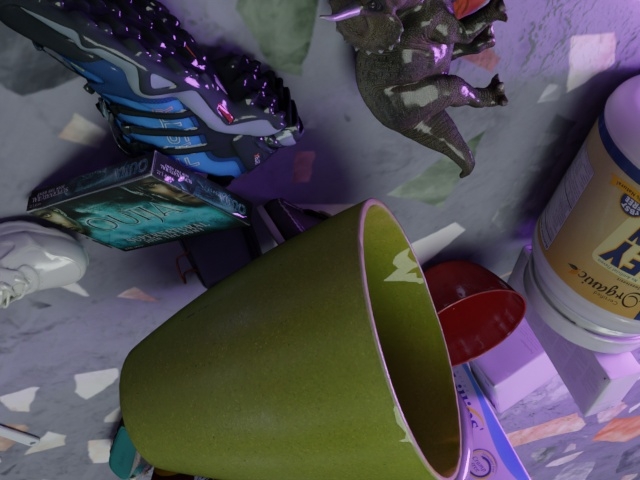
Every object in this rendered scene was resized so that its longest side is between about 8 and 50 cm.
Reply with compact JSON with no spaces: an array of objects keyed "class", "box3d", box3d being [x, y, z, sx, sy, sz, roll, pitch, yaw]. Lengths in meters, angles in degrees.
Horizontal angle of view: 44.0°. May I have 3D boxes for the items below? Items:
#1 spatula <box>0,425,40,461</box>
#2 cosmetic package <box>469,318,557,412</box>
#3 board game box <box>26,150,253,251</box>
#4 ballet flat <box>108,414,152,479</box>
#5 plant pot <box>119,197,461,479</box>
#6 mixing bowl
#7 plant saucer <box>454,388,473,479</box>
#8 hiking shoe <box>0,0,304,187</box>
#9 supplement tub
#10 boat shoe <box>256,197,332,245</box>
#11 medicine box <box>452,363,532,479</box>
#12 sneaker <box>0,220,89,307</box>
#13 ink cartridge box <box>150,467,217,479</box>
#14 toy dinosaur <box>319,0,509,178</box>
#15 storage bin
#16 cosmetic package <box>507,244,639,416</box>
[{"class":"spatula","box3d":[-0.493,0.264,1.027,0.168,0.019,0.242,-32,142,9]},{"class":"cosmetic package","box3d":[0.358,0.171,1.299,0.231,0.085,0.117,-31,143,-6]},{"class":"board game box","box3d":[-0.176,-0.032,0.764,0.186,0.026,0.126,-11,154,37]},{"class":"ballet flat","box3d":[-0.238,0.254,1.120,0.077,0.091,0.241,-33,164,-49]},{"class":"plant pot","box3d":[-0.042,0.131,0.797,0.294,0.274,0.275,-17,146,18]},{"class":"mixing bowl","box3d":[0.189,0.092,1.127,0.181,0.098,0.181,-15,143,-12]},{"class":"plant saucer","box3d":[0.055,0.358,1.128,0.400,0.400,0.100,-33,117,12]},{"class":"hiking shoe","box3d":[-0.148,-0.120,0.673,0.132,0.113,0.304,-41,139,23]},{"class":"supplement tub","box3d":[0.408,-0.025,0.999,0.228,0.228,0.316,-7,139,-22]},{"class":"boat shoe","box3d":[0.000,0.000,0.933,0.069,0.081,0.228,-34,149,8]},{"class":"medicine box","box3d":[0.231,0.370,1.349,0.149,0.263,0.289,-23,143,-3]},{"class":"sneaker","box3d":[-0.341,0.052,0.772,0.232,0.115,0.090,-8,140,-21]},{"class":"ink cartridge box","box3d":[-0.097,0.293,1.145,0.309,0.272,0.130,-39,110,17]},{"class":"toy dinosaur","box3d":[0.093,-0.178,0.763,0.160,0.121,0.313,-13,148,5]},{"class":"storage bin","box3d":[-0.109,0.037,0.903,0.098,0.091,0.135,-21,142,-5]},{"class":"cosmetic package","box3d":[0.359,0.122,1.140,0.060,0.239,0.099,-11,141,-16]}]
